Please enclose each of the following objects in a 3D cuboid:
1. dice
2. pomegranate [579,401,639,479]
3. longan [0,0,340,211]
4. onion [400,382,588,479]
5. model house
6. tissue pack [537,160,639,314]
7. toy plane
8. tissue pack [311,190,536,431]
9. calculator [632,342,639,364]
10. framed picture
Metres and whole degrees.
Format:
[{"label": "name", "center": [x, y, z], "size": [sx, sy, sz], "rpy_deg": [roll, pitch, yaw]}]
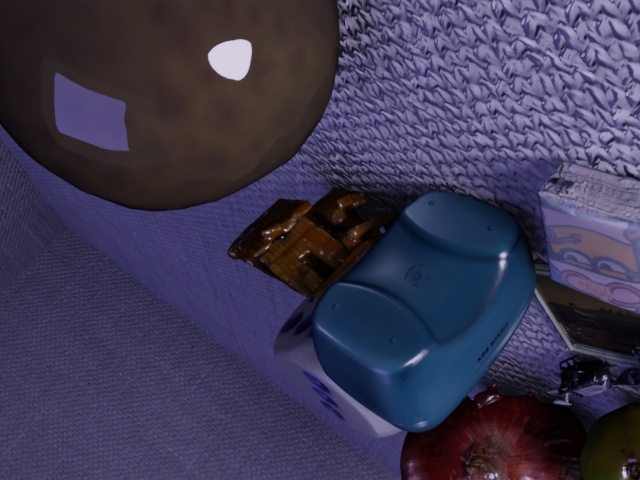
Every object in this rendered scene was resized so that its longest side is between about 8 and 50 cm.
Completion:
[{"label": "dice", "center": [0.082, 0.207, 1.260], "size": [0.251, 0.243, 0.259], "rpy_deg": [44, 162, -13]}, {"label": "pomegranate", "center": [0.473, 0.322, 0.950], "size": [0.180, 0.180, 0.209], "rpy_deg": [27, -174, 31]}, {"label": "longan", "center": [-0.182, -0.213, 0.712], "size": [0.404, 0.336, 0.405], "rpy_deg": [9, 116, 19]}, {"label": "onion", "center": [0.310, 0.435, 1.187], "size": [0.341, 0.341, 0.341], "rpy_deg": [34, 159, 15]}, {"label": "model house", "center": [0.001, 0.001, 0.999], "size": [0.229, 0.199, 0.220], "rpy_deg": [32, 166, 24]}, {"label": "tissue pack", "center": [0.297, -0.002, 0.693], "size": [0.115, 0.065, 0.155], "rpy_deg": [26, 157, 37]}, {"label": "toy plane", "center": [0.392, 0.216, 0.994], "size": [0.078, 0.053, 0.197], "rpy_deg": [10, 155, -3]}, {"label": "tissue pack", "center": [0.137, 0.097, 0.849], "size": [0.198, 0.287, 0.206], "rpy_deg": [26, 151, 36]}, {"label": "calculator", "center": [0.503, 0.176, 0.732], "size": [0.274, 0.028, 0.166], "rpy_deg": [1, 138, 50]}, {"label": "framed picture", "center": [0.384, 0.106, 0.840], "size": [0.197, 0.014, 0.252], "rpy_deg": [51, 157, -27]}]
